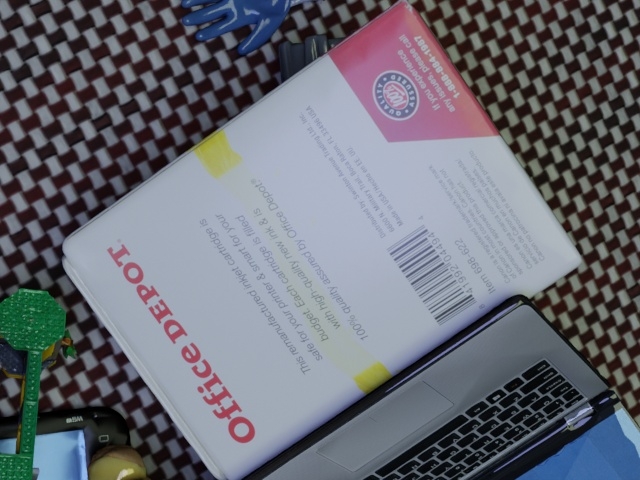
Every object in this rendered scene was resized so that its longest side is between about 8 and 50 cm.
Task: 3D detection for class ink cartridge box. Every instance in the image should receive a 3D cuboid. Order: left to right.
[{"bbox_3d":[0.000,0.000,1.154,0.384,0.160,0.279,-33,95,9],"label":"ink cartridge box"}]

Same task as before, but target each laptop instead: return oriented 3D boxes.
[{"bbox_3d":[0.153,0.307,1.172,0.382,0.236,0.408,-36,144,11],"label":"laptop"}]

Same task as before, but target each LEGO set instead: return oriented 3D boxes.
[{"bbox_3d":[-0.381,0.167,1.098,0.331,0.192,0.255,-1,62,-21],"label":"LEGO set"}]

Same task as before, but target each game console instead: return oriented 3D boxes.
[{"bbox_3d":[-0.361,0.214,1.188,0.361,0.044,0.213,-5,94,-18],"label":"game console"}]

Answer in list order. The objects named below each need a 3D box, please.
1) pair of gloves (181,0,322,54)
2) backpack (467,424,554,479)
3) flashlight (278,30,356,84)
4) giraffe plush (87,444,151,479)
[{"bbox_3d":[-0.081,-0.292,1.266,0.159,0.023,0.198,-18,97,-15],"label":"pair of gloves"},{"bbox_3d":[0.207,0.243,1.339,0.151,0.115,0.182,0,96,-21],"label":"backpack"},{"bbox_3d":[0.024,-0.057,1.270,0.103,0.103,0.304,-10,94,-20],"label":"flashlight"},{"bbox_3d":[-0.212,0.311,1.135,0.170,0.181,0.210,-22,91,-12],"label":"giraffe plush"}]
